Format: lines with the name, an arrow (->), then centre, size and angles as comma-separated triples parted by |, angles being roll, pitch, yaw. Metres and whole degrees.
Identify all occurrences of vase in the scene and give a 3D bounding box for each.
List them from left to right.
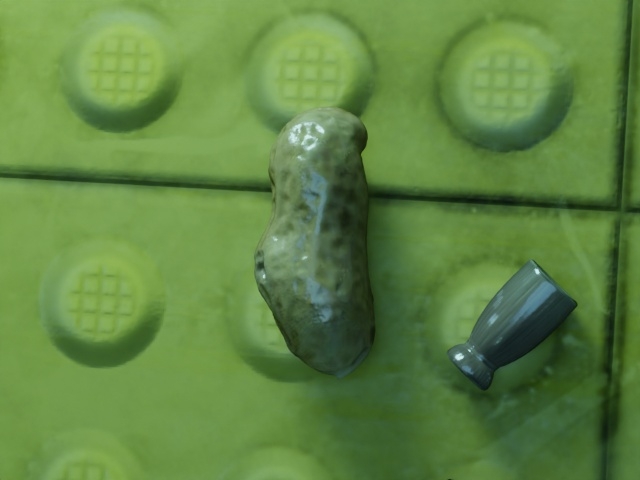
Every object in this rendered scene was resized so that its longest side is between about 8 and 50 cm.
vase -> 0.147, 0.067, 1.137 | 0.053, 0.053, 0.100 | 45, 98, 9

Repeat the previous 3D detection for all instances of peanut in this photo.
peanut -> 0.000, 0.000, 1.144 | 0.100, 0.099, 0.214 | 3, 87, 9

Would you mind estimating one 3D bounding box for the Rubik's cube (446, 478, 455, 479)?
Rubik's cube -> 0.163, 0.350, 0.978 | 0.289, 0.283, 0.293 | 20, 86, -1
